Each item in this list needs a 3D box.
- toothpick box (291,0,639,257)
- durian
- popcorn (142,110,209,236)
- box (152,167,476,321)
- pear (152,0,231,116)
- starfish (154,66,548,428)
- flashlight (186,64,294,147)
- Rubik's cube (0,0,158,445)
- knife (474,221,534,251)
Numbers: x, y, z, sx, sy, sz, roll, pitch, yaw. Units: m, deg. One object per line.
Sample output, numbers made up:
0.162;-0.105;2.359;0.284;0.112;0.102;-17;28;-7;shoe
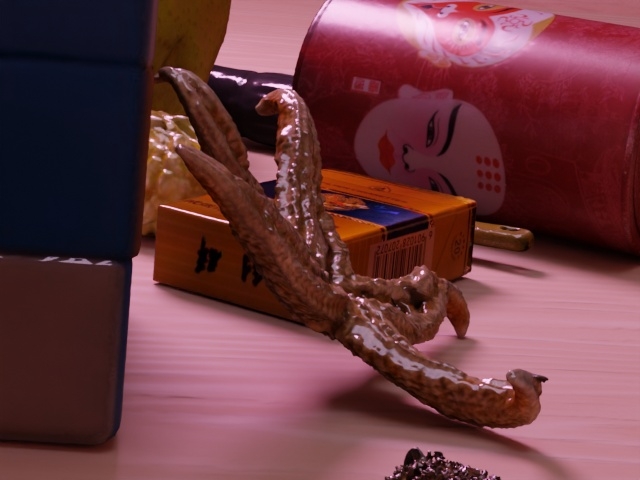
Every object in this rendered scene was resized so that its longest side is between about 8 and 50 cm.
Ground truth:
0.164;-0.113;1.803;0.333;0.204;0.204;13;15;29;toothpick box
0.065;0.142;0.981;0.091;0.080;0.080;6;13;-14;durian
-0.125;-0.055;1.646;0.116;0.106;0.120;1;11;23;popcorn
0.000;-0.001;1.554;0.152;0.070;0.237;14;14;31;box
-0.260;-0.252;1.914;0.391;0.391;0.391;6;14;-1;pear
0.019;0.017;1.292;0.327;0.094;0.375;47;10;21;starfish
-0.180;-0.165;2.121;0.424;0.103;0.103;13;15;21;flashlight
-0.281;-0.095;1.235;0.346;0.347;0.344;4;15;-6;Rubik's cube
0.026;-0.022;1.736;0.343;0.027;0.061;9;16;23;knife
